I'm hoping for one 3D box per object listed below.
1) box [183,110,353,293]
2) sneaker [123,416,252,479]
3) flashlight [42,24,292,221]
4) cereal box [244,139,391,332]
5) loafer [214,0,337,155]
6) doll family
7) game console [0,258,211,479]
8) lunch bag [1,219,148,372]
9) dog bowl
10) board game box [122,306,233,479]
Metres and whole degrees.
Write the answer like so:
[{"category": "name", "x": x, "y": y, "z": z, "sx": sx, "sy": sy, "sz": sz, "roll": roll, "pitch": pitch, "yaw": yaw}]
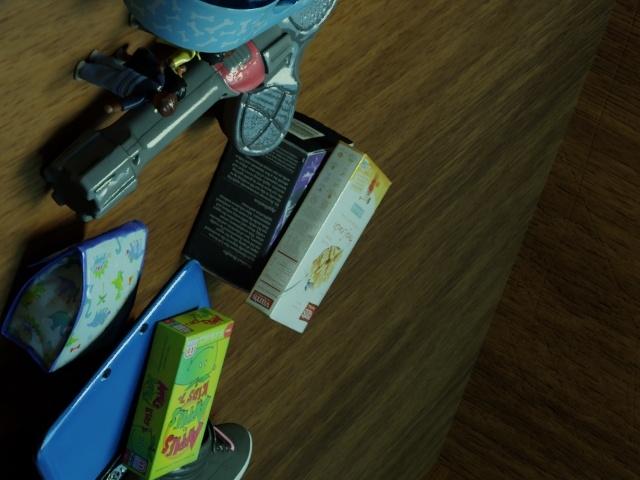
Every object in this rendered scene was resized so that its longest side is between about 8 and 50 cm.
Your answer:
[{"category": "box", "x": -0.066, "y": -0.053, "z": 2.060, "sx": 0.153, "sy": 0.108, "sz": 0.207, "roll": -21, "pitch": 137, "yaw": -64}, {"category": "sneaker", "x": -0.171, "y": 0.298, "z": 2.324, "sx": 0.295, "sy": 0.104, "sz": 0.147, "roll": -23, "pitch": 145, "yaw": -55}, {"category": "flashlight", "x": -0.162, "y": -0.139, "z": 1.680, "sx": 0.304, "sy": 0.103, "sz": 0.103, "roll": -44, "pitch": 145, "yaw": -25}, {"category": "cereal box", "x": 0.000, "y": 0.000, "z": 2.063, "sx": 0.240, "sy": 0.047, "sz": 0.173, "roll": -60, "pitch": 163, "yaw": -1}, {"category": "loafer", "x": -0.059, "y": -0.251, "z": 1.842, "sx": 0.109, "sy": 0.095, "sz": 0.303, "roll": 5, "pitch": 113, "yaw": -37}, {"category": "doll family", "x": -0.156, "y": -0.181, "z": 1.605, "sx": 0.193, "sy": 0.111, "sz": 0.076, "roll": -51, "pitch": 160, "yaw": -25}, {"category": "game console", "x": -0.259, "y": 0.163, "z": 1.832, "sx": 0.293, "sy": 0.250, "sz": 0.173, "roll": -51, "pitch": 125, "yaw": -26}, {"category": "lunch bag", "x": -0.257, "y": 0.050, "z": 1.718, "sx": 0.151, "sy": 0.096, "sz": 0.129, "roll": -56, "pitch": 167, "yaw": 26}, {"category": "dog bowl", "x": -0.085, "y": -0.280, "z": 1.584, "sx": 0.297, "sy": 0.166, "sz": 0.074, "roll": -39, "pitch": 165, "yaw": -49}, {"category": "board game box", "x": -0.160, "y": 0.172, "z": 1.791, "sx": 0.092, "sy": 0.043, "sz": 0.181, "roll": -17, "pitch": 127, "yaw": -57}]
